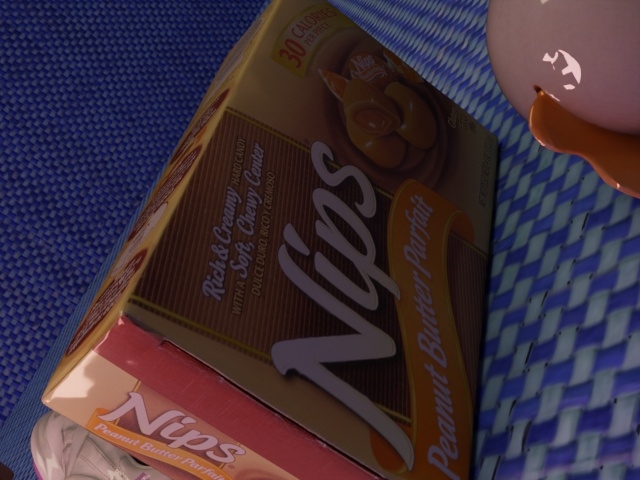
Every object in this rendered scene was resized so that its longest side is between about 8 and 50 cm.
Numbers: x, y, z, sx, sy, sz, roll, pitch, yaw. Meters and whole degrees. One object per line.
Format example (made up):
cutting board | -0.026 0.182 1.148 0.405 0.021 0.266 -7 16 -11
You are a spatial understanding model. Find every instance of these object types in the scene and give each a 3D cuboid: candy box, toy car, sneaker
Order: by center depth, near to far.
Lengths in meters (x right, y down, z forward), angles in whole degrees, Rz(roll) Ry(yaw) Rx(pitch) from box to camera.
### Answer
toy car | 0.153 -0.123 0.436 0.219 0.210 0.238 129 141 -66
candy box | 0.000 0.000 0.527 0.087 0.183 0.316 -43 19 38
sneaker | -0.168 0.194 0.812 0.152 0.114 0.305 -42 19 -4

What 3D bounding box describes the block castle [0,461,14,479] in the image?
block castle | -0.278 0.222 0.407 0.213 0.453 0.303 -39 22 25
